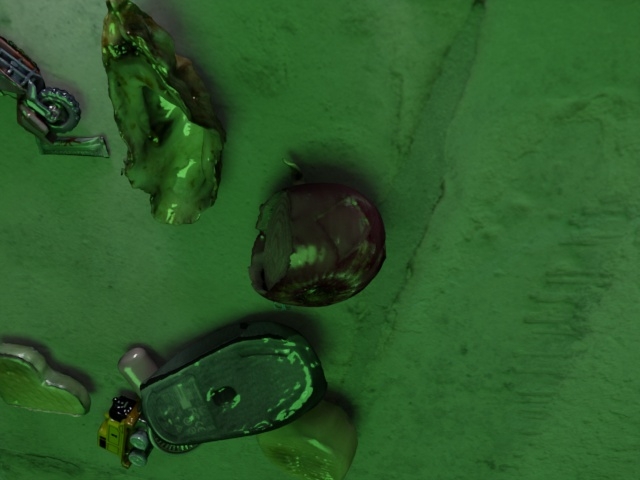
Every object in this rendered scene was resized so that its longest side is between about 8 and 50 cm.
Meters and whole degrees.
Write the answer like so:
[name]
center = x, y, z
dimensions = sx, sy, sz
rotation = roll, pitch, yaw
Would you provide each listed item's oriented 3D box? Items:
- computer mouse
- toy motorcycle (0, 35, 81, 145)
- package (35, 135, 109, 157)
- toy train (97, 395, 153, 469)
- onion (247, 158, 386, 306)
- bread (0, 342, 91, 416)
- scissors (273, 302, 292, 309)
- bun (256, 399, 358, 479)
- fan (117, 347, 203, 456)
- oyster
[computer mouse]
center = -0.154, 0.257, 1.150
dimensions = 0.374, 0.114, 0.203
rotation = -20, 95, 18
[toy motorcycle]
center = -0.434, -0.205, 0.851
dimensions = 0.118, 0.084, 0.212
rotation = -39, 120, 23
[package]
center = -0.367, -0.139, 0.936
dimensions = 0.110, 0.015, 0.037
rotation = 2, 129, 5
[toy train]
center = -0.402, 0.395, 1.337
dimensions = 0.127, 0.089, 0.219
rotation = 22, 131, 4
[onion]
center = 0.002, 0.011, 0.906
dimensions = 0.201, 0.200, 0.207
rotation = 21, 116, -9
[bread]
center = -0.579, 0.292, 1.291
dimensions = 0.232, 0.064, 0.172
rotation = 41, 124, -21
[scissors]
center = -0.068, 0.089, 1.083
dimensions = 0.036, 0.006, 0.083
rotation = 0, 129, 11
[bun]
center = -0.023, 0.380, 1.243
dimensions = 0.193, 0.128, 0.178
rotation = 8, 131, 17
[fan]
center = -0.309, 0.313, 1.243
dimensions = 0.130, 0.074, 0.244
rotation = -37, 111, -15
[oyster]
center = -0.203, -0.162, 0.834
dimensions = 0.166, 0.110, 0.341
rotation = -4, 131, 19
